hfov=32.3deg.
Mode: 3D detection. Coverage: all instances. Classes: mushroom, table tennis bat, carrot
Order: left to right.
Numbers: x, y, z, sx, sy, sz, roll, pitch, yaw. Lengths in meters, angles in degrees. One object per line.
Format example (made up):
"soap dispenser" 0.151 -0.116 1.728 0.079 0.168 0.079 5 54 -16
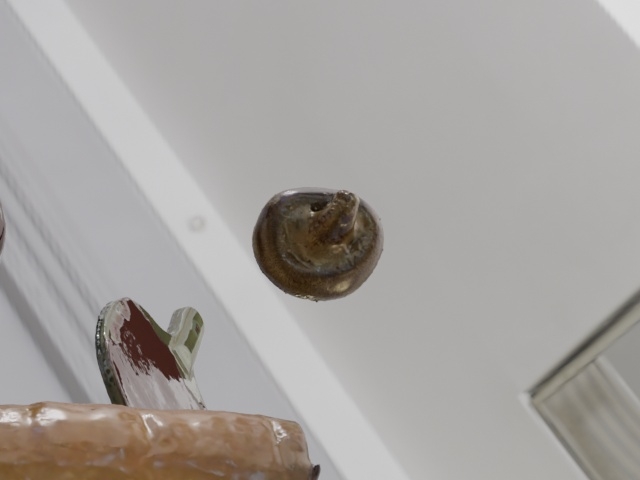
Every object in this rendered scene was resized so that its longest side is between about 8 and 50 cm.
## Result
"carrot" -0.105 0.090 0.392 0.072 0.205 0.072 -31 -125 59
"table tennis bat" -0.093 0.085 0.688 0.131 0.022 0.234 60 5 -13
"mushroom" -0.002 -0.001 1.041 0.085 0.126 0.109 -131 -125 -74

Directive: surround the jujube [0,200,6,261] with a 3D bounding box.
"jujube" -0.483 -0.009 0.989 0.276 0.377 0.276 17 -68 51
